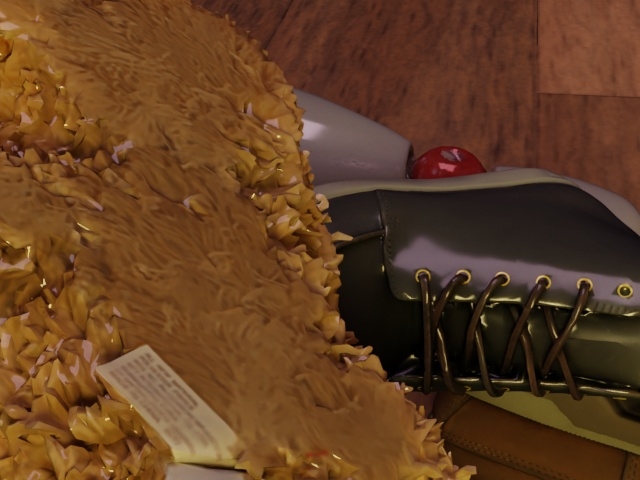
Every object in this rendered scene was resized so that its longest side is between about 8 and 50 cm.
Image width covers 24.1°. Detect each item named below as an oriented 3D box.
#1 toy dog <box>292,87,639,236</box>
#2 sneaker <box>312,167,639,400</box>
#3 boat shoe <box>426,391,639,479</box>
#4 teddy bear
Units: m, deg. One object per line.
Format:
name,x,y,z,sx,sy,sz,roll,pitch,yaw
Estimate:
toy dog,0.000,0.000,0.871,0.333,0.161,0.220,29,32,22
sneaker,0.056,0.028,0.580,0.222,0.083,0.118,-17,30,-31
boat shoe,0.172,0.119,0.616,0.110,0.104,0.307,-9,23,-39
teddy bear,-0.048,0.064,0.392,0.245,0.113,0.338,5,42,-40
